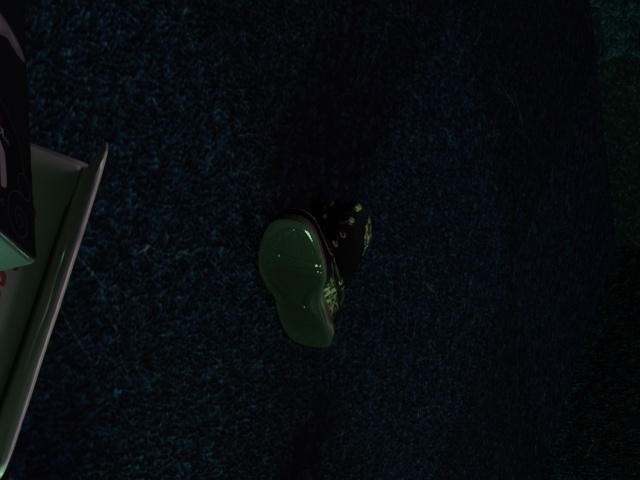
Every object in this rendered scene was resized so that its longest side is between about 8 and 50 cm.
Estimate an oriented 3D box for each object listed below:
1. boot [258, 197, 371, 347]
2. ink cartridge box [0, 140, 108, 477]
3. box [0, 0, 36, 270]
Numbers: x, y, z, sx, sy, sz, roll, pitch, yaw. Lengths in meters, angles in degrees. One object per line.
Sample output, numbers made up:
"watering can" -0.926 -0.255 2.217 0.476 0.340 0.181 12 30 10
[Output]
"boot" -0.002 0.000 1.644 0.236 0.085 0.178 79 28 -48
"ink cartridge box" -0.250 0.044 0.829 0.353 0.119 0.207 -24 -132 65
"box" -0.249 -0.117 0.671 0.165 0.143 0.270 55 21 -58
